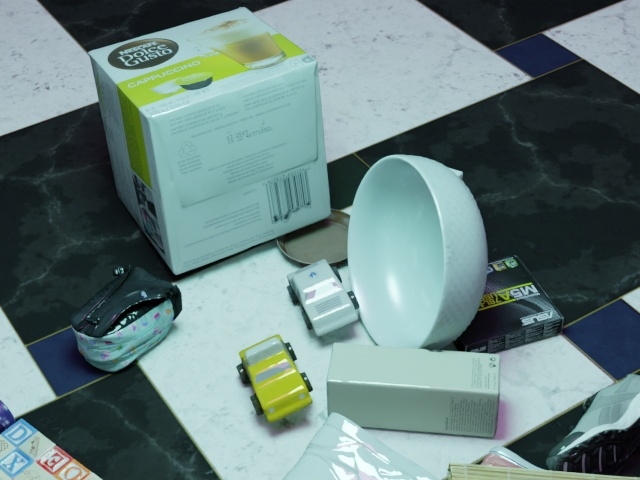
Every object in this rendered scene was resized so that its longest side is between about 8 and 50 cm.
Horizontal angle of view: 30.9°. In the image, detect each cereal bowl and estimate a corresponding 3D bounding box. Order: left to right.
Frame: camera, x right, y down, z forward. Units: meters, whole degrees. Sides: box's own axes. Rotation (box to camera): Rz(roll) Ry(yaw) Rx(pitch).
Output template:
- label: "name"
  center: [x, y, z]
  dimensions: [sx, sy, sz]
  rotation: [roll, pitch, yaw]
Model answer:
- label: "cereal bowl"
  center: [0.181, 0.024, 1.968]
  dimensions: [0.141, 0.339, 0.339]
  rotation: [-3, 38, -25]

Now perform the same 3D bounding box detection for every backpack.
- label: "backpack"
  center: [-0.342, 0.138, 2.015]
  dimensions: [0.152, 0.115, 0.182]
  rotation: [17, 44, 38]

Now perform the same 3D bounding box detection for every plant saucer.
- label: "plant saucer"
  center: [0.000, 0.000, 2.226]
  dimensions: [0.168, 0.029, 0.168]
  rotation: [-1, 39, 1]

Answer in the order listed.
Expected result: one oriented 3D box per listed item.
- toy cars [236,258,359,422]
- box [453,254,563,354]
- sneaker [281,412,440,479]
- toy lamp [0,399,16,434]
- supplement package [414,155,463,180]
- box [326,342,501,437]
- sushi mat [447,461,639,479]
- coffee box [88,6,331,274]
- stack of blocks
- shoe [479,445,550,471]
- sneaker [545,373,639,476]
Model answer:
- label: "toy cars"
  center: [-0.044, 0.144, 1.985]
  dimensions: [0.176, 0.087, 0.394]
  rotation: [0, 37, 28]
- label: "box"
  center: [0.304, 0.116, 2.060]
  dimensions: [0.190, 0.045, 0.184]
  rotation: [-14, 39, -12]
- label: "sneaker"
  center: [0.081, 0.398, 1.712]
  dimensions: [0.292, 0.108, 0.169]
  rotation: [29, 63, 27]
- label: "toy lamp"
  center: [-0.606, 0.347, 1.810]
  dimensions: [0.080, 0.080, 0.274]
  rotation: [30, 51, 32]
- label: "supplement package"
  center: [0.193, -0.046, 2.152]
  dimensions: [0.105, 0.179, 0.105]
  rotation: [21, 45, 24]
- label: "box"
  center: [0.150, 0.241, 1.871]
  dimensions: [0.275, 0.113, 0.094]
  rotation: [5, 40, 7]
- label: "sushi mat"
  center: [0.338, 0.402, 1.656]
  dimensions: [0.316, 0.019, 0.151]
  rotation: [7, 57, -9]
- label: "coffee box"
  center: [-0.210, -0.203, 2.218]
  dimensions: [0.337, 0.338, 0.334]
  rotation: [-20, 37, -20]
- label: "stack of blocks"
  center: [-0.408, 0.411, 1.715]
  dimensions: [0.297, 0.087, 0.171]
  rotation: [28, 49, 31]
- label: "shoe"
  center: [0.311, 0.381, 1.737]
  dimensions: [0.178, 0.063, 0.081]
  rotation: [25, 53, 32]
- label: "sneaker"
  center: [0.444, 0.294, 1.815]
  dimensions: [0.271, 0.100, 0.108]
  rotation: [-26, 34, -32]
